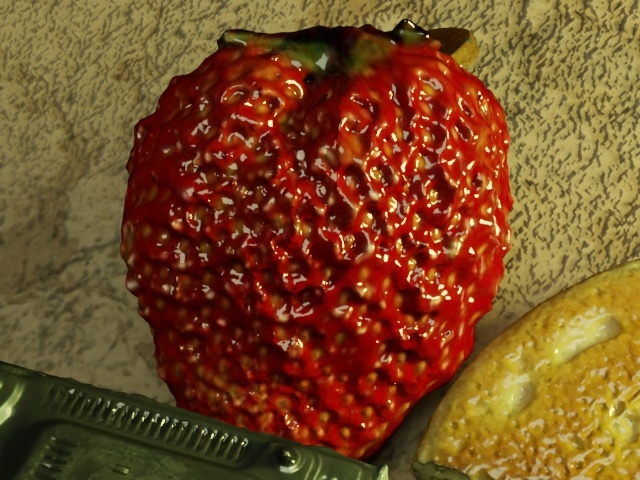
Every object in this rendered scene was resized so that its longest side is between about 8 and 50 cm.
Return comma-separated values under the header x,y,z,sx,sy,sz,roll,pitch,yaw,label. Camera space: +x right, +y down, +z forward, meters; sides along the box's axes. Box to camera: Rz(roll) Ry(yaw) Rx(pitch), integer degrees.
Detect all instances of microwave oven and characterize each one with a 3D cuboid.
x,y,z,sx,sy,sz,roll,pitch,yaw,label
-0.127,0.213,0.966,0.295,0.181,0.237,13,50,18,microwave oven

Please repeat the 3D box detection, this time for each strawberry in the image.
x,y,z,sx,sy,sz,roll,pitch,yaw,label
0.002,0.002,1.062,0.261,0.261,0.258,-7,53,7,strawberry

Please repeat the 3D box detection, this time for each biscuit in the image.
x,y,z,sx,sy,sz,roll,pitch,yaw,label
0.036,-0.114,1.205,0.175,0.026,0.124,-22,20,7,biscuit

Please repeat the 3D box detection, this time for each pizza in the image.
x,y,z,sx,sy,sz,roll,pitch,yaw,label
0.215,0.123,1.035,0.289,0.081,0.229,-32,54,-7,pizza
